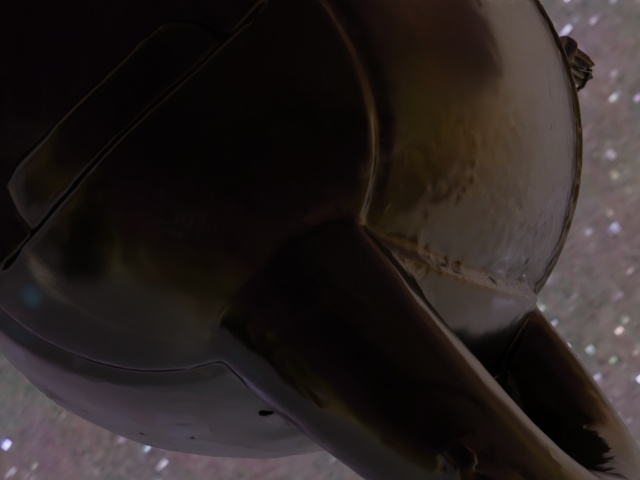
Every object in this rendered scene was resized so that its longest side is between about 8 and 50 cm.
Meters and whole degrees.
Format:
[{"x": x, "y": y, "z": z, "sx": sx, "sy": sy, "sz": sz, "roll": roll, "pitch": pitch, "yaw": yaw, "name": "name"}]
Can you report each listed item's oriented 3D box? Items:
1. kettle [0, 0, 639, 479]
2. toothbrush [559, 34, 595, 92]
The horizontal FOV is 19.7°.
[{"x": 0.000, "y": 0.000, "z": 0.646, "sx": 0.321, "sy": 0.228, "sz": 0.324, "roll": 48, "pitch": -170, "yaw": 6, "name": "kettle"}, {"x": 0.030, "y": 0.003, "z": 0.897, "sx": 0.025, "sy": 0.276, "sz": 0.019, "roll": 30, "pitch": -157, "yaw": -37, "name": "toothbrush"}]
